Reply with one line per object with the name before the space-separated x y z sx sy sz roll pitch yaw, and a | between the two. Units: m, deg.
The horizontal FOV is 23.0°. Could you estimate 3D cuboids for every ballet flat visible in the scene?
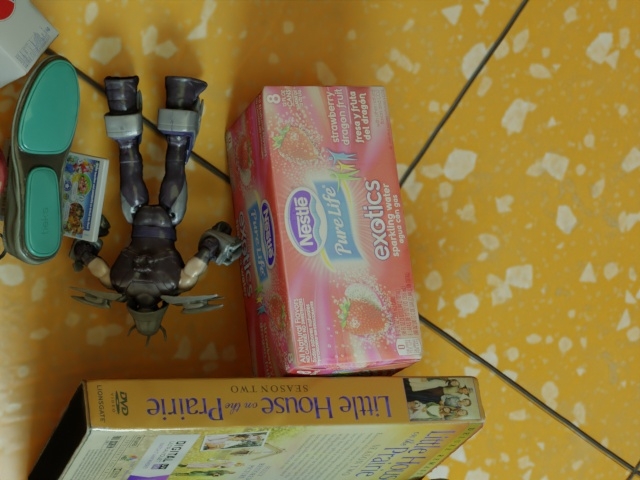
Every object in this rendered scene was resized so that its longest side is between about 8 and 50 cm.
ballet flat | -0.292 -0.083 1.597 0.072 0.068 0.213 4 94 -38

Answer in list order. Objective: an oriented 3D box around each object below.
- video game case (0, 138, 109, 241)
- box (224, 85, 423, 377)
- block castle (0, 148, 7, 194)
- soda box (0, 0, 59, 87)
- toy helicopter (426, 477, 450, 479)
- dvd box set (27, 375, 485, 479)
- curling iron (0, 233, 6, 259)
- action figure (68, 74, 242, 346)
video game case | -0.280 -0.053 1.633 0.122 0.011 0.087 12 97 21
box | 0.000 0.000 1.657 0.142 0.154 0.300 -2 76 -21
block castle | -0.539 0.011 1.475 0.453 0.213 0.303 11 98 -18
soda box | -0.367 -0.252 1.558 0.216 0.074 0.069 48 50 -22
toy helicopter | -0.003 0.361 1.746 0.355 0.140 0.235 -21 142 -8
dvd box set | -0.076 0.224 1.670 0.420 0.308 0.062 1 64 -20
curling iron | -0.375 -0.096 1.609 0.035 0.068 0.274 -24 106 -44
action figure | -0.173 -0.030 1.658 0.185 0.099 0.285 2 90 -1
